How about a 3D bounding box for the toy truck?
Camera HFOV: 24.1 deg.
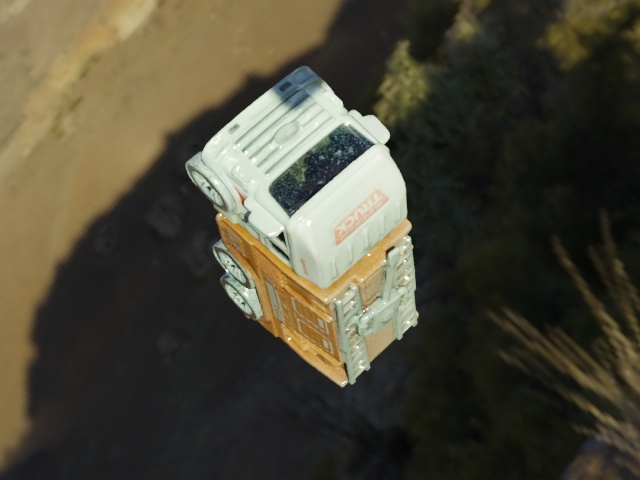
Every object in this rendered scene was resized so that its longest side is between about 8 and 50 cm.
[{"bbox_3d":[0.000,0.000,1.280,0.136,0.162,0.305,-42,-24,-15],"label":"toy truck"}]
